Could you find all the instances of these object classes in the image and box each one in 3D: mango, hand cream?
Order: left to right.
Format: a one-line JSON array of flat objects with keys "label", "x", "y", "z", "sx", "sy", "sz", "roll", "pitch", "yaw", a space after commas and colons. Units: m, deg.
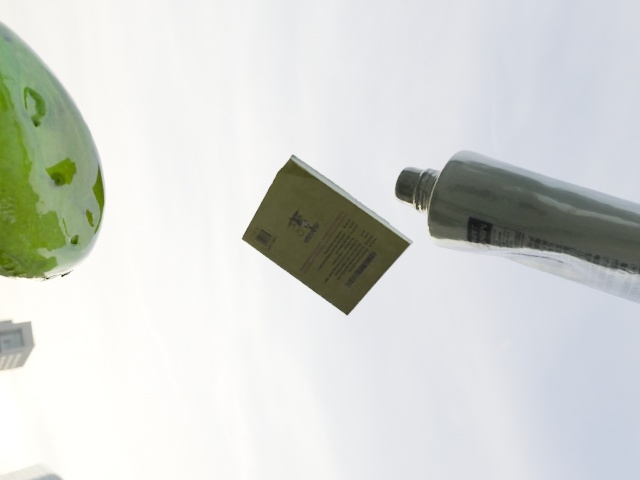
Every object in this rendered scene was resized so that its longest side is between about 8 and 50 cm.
[{"label": "mango", "x": -0.203, "y": -0.053, "z": 0.333, "sx": 0.119, "sy": 0.100, "sz": 0.179, "roll": 9, "pitch": -58, "yaw": 26}, {"label": "hand cream", "x": 0.203, "y": 0.005, "z": 0.352, "sx": 0.340, "sy": 0.124, "sz": 0.078, "roll": 21, "pitch": -102, "yaw": 30}]

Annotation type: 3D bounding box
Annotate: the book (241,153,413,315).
[{"label": "book", "x": 0.000, "y": 0.000, "z": 0.712, "sx": 0.192, "sy": 0.013, "sz": 0.168, "roll": 36, "pitch": -51, "yaw": 0}]
